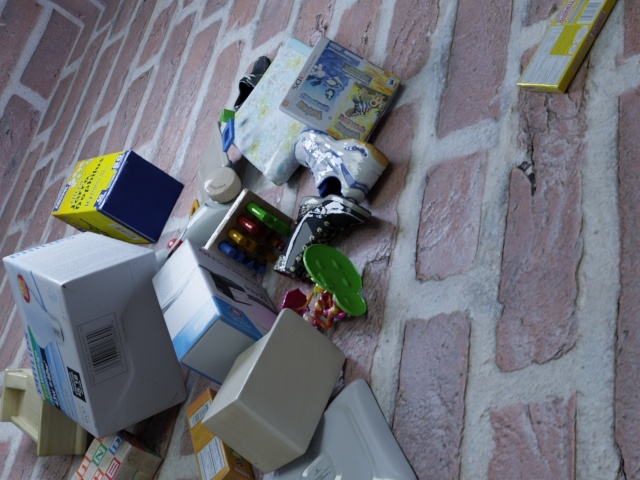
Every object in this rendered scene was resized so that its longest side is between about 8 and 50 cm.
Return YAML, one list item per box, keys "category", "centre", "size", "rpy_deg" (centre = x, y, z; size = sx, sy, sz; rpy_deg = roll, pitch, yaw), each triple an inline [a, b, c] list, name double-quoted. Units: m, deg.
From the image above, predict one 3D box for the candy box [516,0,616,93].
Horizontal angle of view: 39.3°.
- category: "candy box"
  centre: [0.440, -0.356, 1.600]
  size: [0.206, 0.027, 0.105]
  rpy_deg: [-59, 30, -6]

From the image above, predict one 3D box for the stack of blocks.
- category: "stack of blocks"
  centre: [-0.479, 0.562, 1.935]
  size: [0.171, 0.087, 0.297]
  rpy_deg: [14, 73, 56]

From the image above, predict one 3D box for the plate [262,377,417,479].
- category: "plate"
  centre: [0.011, 0.396, 1.481]
  size: [0.277, 0.045, 0.278]
  rpy_deg: [-48, 32, 13]

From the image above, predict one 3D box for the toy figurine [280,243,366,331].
- category: "toy figurine"
  centre: [-0.006, 0.123, 1.717]
  size: [0.159, 0.130, 0.173]
  rpy_deg: [-52, 55, 32]

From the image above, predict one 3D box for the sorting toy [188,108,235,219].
- category: "sorting toy"
  centre: [-0.266, -0.179, 2.292]
  size: [0.196, 0.047, 0.348]
  rpy_deg: [-105, 33, -44]

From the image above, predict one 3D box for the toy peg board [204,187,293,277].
- category: "toy peg board"
  centre: [-0.137, -0.001, 1.935]
  size: [0.079, 0.161, 0.161]
  rpy_deg: [35, 91, 43]

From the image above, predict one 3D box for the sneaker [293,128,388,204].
- category: "sneaker"
  centre: [0.013, -0.153, 1.905]
  size: [0.296, 0.112, 0.131]
  rpy_deg: [18, 77, 58]

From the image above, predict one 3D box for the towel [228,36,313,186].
- category: "towel"
  centre: [-0.075, -0.323, 2.200]
  size: [0.321, 0.090, 0.374]
  rpy_deg: [-55, 32, 7]

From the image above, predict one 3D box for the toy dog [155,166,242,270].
- category: "toy dog"
  centre: [-0.251, 0.003, 2.039]
  size: [0.161, 0.220, 0.334]
  rpy_deg: [33, 93, 42]

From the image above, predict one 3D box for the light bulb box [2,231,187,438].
- category: "light bulb box"
  centre: [-0.506, 0.194, 1.996]
  size: [0.361, 0.225, 0.358]
  rpy_deg: [11, 115, 52]

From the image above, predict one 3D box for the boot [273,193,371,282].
- category: "boot"
  centre: [0.001, 0.001, 1.812]
  size: [0.236, 0.085, 0.179]
  rpy_deg: [6, 69, 61]

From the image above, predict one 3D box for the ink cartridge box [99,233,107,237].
- category: "ink cartridge box"
  centre: [-0.638, 0.113, 2.543]
  size: [0.212, 0.093, 0.154]
  rpy_deg: [-51, 33, 11]

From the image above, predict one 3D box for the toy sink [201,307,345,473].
- category: "toy sink"
  centre: [-0.080, 0.263, 1.582]
  size: [0.131, 0.152, 0.234]
  rpy_deg: [-39, 16, 41]

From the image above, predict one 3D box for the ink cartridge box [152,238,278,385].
- category: "ink cartridge box"
  centre: [-0.191, 0.159, 1.788]
  size: [0.129, 0.223, 0.307]
  rpy_deg: [-50, 33, 9]

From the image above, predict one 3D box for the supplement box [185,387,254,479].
- category: "supplement box"
  centre: [-0.194, 0.395, 1.721]
  size: [0.080, 0.078, 0.233]
  rpy_deg: [-43, 35, 14]

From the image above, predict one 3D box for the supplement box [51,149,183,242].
- category: "supplement box"
  centre: [-0.593, -0.118, 2.592]
  size: [0.356, 0.195, 0.194]
  rpy_deg: [-3, 60, 52]

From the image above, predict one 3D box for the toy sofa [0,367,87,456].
- category: "toy sofa"
  centre: [-0.685, 0.432, 2.299]
  size: [0.362, 0.177, 0.150]
  rpy_deg: [8, 93, 55]

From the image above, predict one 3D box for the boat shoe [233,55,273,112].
- category: "boat shoe"
  centre: [-0.181, -0.422, 2.433]
  size: [0.084, 0.079, 0.233]
  rpy_deg: [-25, 42, 42]

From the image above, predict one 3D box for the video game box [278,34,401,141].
- category: "video game box"
  centre: [0.041, -0.316, 1.943]
  size: [0.187, 0.205, 0.048]
  rpy_deg: [-60, -5, -4]
